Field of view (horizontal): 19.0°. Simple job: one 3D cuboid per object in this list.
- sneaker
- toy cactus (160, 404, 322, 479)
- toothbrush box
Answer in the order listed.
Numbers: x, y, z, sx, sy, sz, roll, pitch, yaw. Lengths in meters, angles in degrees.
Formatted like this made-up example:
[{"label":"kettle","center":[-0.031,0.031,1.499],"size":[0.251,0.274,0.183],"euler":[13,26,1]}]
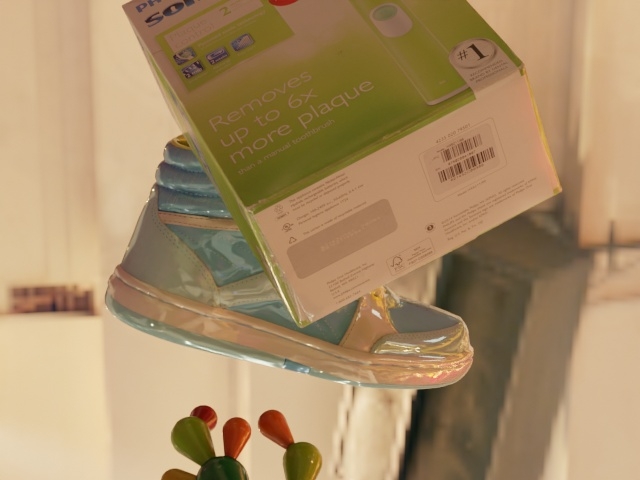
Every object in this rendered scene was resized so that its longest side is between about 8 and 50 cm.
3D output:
[{"label":"sneaker","center":[0.000,0.000,1.569],"size":[0.319,0.208,0.127],"euler":[13,-171,-19]},{"label":"toy cactus","center":[-0.038,0.204,1.321],"size":[0.219,0.112,0.180],"euler":[50,-165,10]},{"label":"toothbrush box","center":[0.009,-0.103,1.348],"size":[0.206,0.122,0.283],"euler":[-27,-140,-4]}]
